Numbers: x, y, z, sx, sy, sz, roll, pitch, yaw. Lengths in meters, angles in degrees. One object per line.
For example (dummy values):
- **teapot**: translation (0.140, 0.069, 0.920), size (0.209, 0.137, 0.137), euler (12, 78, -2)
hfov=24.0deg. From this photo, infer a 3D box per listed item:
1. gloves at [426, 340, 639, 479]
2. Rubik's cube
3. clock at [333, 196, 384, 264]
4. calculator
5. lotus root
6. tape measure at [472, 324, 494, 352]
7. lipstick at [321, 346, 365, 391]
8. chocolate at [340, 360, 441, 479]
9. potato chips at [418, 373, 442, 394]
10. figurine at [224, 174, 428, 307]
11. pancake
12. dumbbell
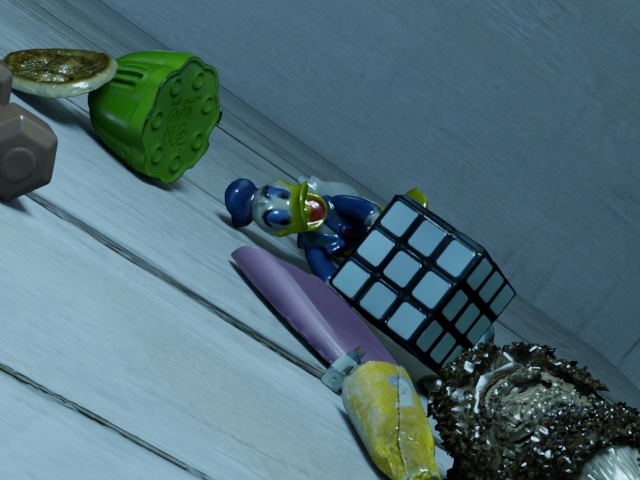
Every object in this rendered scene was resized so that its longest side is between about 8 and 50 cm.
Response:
- **gloves**: translation (0.233, 0.222, 1.529), size (0.312, 0.210, 0.135), euler (56, -7, 48)
- **Rubik's cube**: translation (0.137, 0.061, 2.005), size (0.160, 0.163, 0.162), euler (37, -2, 32)
- **clock**: translation (0.062, 0.001, 2.488), size (0.236, 0.053, 0.236), euler (21, -25, 11)
- **calculator**: translation (0.014, 0.108, 1.878), size (0.194, 0.043, 0.294), euler (30, 12, -49)
- **lotus root**: translation (-0.251, -0.186, 2.051), size (0.186, 0.186, 0.186), euler (37, 7, -6)
- **tape measure**: translation (0.249, 0.151, 2.474), size (0.107, 0.104, 0.180), euler (37, 7, 23)
- **lipstick**: translation (0.031, 0.141, 1.721), size (0.025, 0.025, 0.107), euler (37, 22, 6)
- **chocolate**: translation (0.080, 0.199, 1.525), size (0.085, 0.085, 0.219), euler (35, 11, -22)
- **potato chips**: translation (0.316, 0.294, 2.103), size (0.358, 0.070, 0.429), euler (39, 6, 30)
- **figurine**: translation (0.000, 0.000, 2.204), size (0.338, 0.204, 0.283), euler (18, 24, -32)
- **pancake**: translation (-0.343, -0.224, 1.970), size (0.158, 0.028, 0.158), euler (2, 27, -1)
- **dumbbell**: translation (-0.329, -0.121, 1.499), size (0.082, 0.092, 0.231), euler (0, 26, -27)
